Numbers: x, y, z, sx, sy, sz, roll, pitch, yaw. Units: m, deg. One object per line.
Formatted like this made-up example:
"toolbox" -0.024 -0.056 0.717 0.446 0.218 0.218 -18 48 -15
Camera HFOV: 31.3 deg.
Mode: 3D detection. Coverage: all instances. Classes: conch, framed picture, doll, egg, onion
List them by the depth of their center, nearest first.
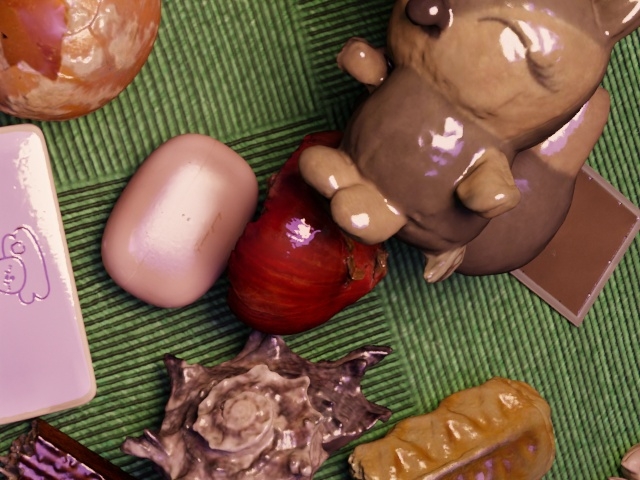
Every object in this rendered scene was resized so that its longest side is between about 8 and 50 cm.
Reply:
"doll" 0.173 -0.155 1.164 0.252 0.378 0.382 41 100 18
"egg" -0.270 -0.230 1.202 0.233 0.195 0.195 -39 101 -13
"conch" -0.055 0.203 1.248 0.313 0.240 0.186 -11 107 -31
"onion" -0.010 -0.004 1.263 0.161 0.248 0.248 40 78 -8
"framed picture" 0.332 -0.001 1.493 0.142 0.011 0.183 37 78 -14

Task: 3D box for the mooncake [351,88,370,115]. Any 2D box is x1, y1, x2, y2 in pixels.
"mooncake" 0.153 -0.119 1.376 0.228 0.124 0.228 0 90 -20

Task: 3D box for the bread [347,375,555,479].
"bread" 0.166 0.267 1.376 0.267 0.130 0.152 -26 93 -18

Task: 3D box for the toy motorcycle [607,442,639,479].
"toy motorcycle" 0.506 0.350 1.498 0.340 0.108 0.223 22 89 -10

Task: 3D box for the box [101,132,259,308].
"box" -0.157 -0.023 1.289 0.146 0.088 0.200 35 78 -17

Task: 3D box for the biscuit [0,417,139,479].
"biscuit" -0.238 0.288 1.251 0.252 0.106 0.070 36 83 -14

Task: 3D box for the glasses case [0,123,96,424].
"glasses case" -0.337 0.035 1.239 0.131 0.070 0.313 -12 93 -18
